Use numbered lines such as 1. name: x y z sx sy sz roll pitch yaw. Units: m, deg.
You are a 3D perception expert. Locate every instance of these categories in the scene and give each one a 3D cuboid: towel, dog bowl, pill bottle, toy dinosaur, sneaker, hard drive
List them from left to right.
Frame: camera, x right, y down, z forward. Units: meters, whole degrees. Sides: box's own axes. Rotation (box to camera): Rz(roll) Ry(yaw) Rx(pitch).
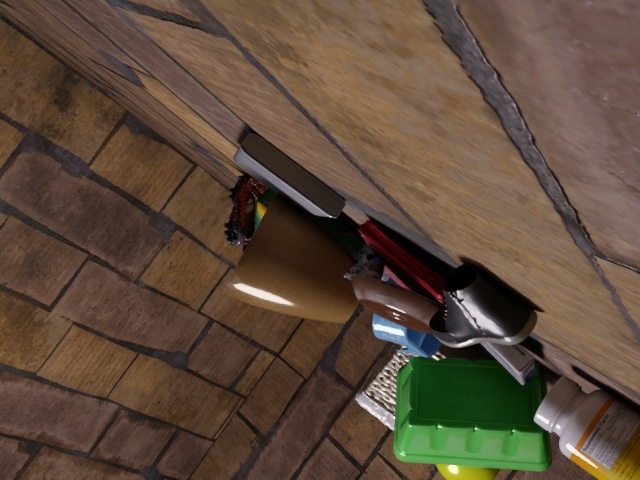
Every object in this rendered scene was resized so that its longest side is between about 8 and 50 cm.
1. sneaker: -0.204 -0.077 1.938 0.135 0.097 0.276 24 -142 -20
2. toy dinosaur: -0.139 -0.047 1.850 0.164 0.218 0.322 -22 132 34
3. hard drive: -0.070 -0.117 1.250 0.203 0.040 0.307 36 177 -10
4. sneaker: 0.087 0.054 1.211 0.052 0.058 0.135 28 169 -14
5. towel: 0.171 0.071 1.189 0.199 0.031 0.275 42 176 26
6. dog bowl: 0.213 0.169 1.458 0.074 0.165 0.297 20 169 32
7. sneaker: 0.207 0.091 0.971 0.118 0.083 0.222 42 157 -11
8. pill bottle: 0.501 0.344 1.129 0.246 0.136 0.136 34 176 31

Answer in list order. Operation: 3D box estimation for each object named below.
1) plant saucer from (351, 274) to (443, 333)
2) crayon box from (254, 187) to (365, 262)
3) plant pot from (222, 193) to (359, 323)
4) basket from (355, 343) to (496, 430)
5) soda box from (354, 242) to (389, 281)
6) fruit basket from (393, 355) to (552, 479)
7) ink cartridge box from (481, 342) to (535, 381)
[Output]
1. plant saucer: 0.139 0.119 1.152 0.199 0.036 0.198 22 167 6
2. crayon box: -0.021 0.000 1.543 0.278 0.081 0.165 35 153 11
3. plant pot: -0.036 0.063 1.375 0.255 0.237 0.237 27 177 -4
4. basket: 0.326 0.401 1.862 0.328 0.266 0.331 35 -163 8
5. soda box: 0.132 0.051 1.407 0.063 0.058 0.183 34 176 23
6. fruit basket: 0.363 0.448 1.595 0.393 0.282 0.392 5 149 3
7. ink cartridge box: 0.329 0.184 1.310 0.224 0.045 0.223 44 180 25
